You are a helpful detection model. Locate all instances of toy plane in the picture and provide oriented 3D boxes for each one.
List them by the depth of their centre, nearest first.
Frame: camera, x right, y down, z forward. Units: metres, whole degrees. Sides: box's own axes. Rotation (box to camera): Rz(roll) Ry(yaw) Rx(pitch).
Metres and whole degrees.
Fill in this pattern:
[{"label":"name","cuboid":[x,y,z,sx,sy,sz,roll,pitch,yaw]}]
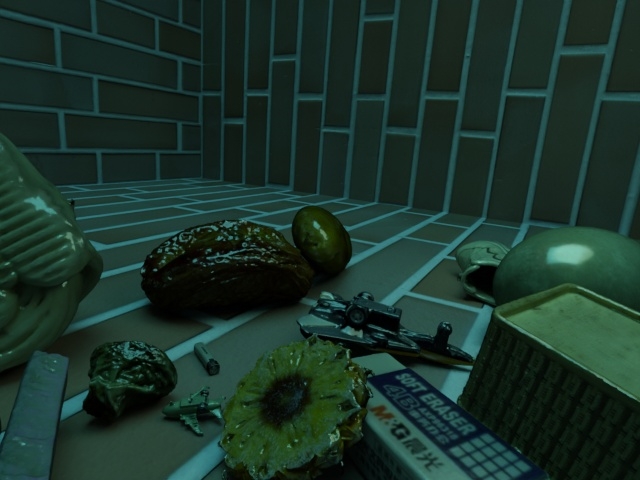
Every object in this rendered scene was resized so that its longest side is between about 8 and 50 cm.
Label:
[{"label":"toy plane","cuboid":[-0.171,0.225,0.568,0.083,0.033,0.080,2,28,-9]},{"label":"toy plane","cuboid":[0.129,0.163,0.767,0.316,0.102,0.204,8,13,15]}]

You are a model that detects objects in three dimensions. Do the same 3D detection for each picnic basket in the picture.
[{"label":"picnic basket","cuboid":[0.343,0.206,0.455,0.228,0.175,0.313,-7,27,-37]}]

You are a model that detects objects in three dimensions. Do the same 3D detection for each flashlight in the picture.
[{"label":"flashlight","cuboid":[-0.192,0.198,0.706,0.018,0.018,0.083,-3,15,-33]}]

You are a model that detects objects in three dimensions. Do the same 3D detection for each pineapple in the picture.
[{"label":"pineapple","cuboid":[-0.040,0.199,0.507,0.221,0.047,0.221,-21,29,13]}]

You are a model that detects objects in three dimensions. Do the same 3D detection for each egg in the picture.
[{"label":"egg","cuboid":[0.512,0.097,0.834,0.352,0.258,0.258,2,13,-26]}]

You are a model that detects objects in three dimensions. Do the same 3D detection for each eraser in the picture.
[{"label":"eraser","cuboid":[0.111,0.238,0.496,0.124,0.081,0.279,-4,16,-28]}]

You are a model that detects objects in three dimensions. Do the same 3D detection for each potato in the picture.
[{"label":"potato","cuboid":[0.000,0.000,1.175,0.177,0.195,0.369,1,-1,5]}]

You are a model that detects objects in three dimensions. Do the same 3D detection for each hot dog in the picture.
[{"label":"hot dog","cuboid":[-0.203,0.056,0.960,0.388,0.174,0.267,-2,17,-27]}]

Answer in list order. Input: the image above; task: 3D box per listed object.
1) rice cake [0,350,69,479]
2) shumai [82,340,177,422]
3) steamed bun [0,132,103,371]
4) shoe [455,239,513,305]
[{"label":"rice cake","cuboid":[-0.285,0.222,0.400,0.050,0.106,0.298,16,5,-30]},{"label":"shumai","cuboid":[-0.264,0.196,0.566,0.124,0.098,0.087,2,30,1]},{"label":"steamed bun","cuboid":[-0.550,0.033,0.690,0.342,0.367,0.255,-40,2,-15]},{"label":"shoe","cuboid":[0.448,0.083,1.128,0.211,0.132,0.342,1,17,-22]}]
